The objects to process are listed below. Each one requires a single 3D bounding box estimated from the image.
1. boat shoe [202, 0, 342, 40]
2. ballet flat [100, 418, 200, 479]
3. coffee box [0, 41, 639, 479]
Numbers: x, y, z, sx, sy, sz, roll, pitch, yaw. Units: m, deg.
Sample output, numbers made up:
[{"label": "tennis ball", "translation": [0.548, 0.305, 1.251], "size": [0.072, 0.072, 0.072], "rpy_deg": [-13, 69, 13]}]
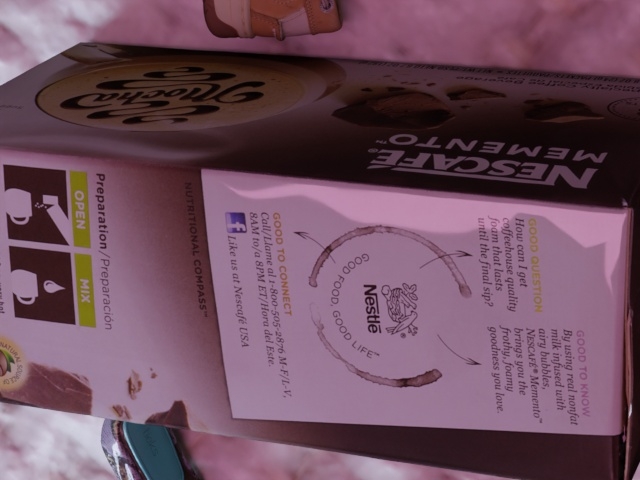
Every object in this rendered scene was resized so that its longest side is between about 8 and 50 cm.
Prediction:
[{"label": "boat shoe", "translation": [-0.013, -0.176, 0.787], "size": [0.072, 0.068, 0.190], "rpy_deg": [3, 121, 7]}, {"label": "ballet flat", "translation": [-0.078, 0.131, 0.941], "size": [0.041, 0.041, 0.114], "rpy_deg": [-19, 102, 26]}, {"label": "coffee box", "translation": [0.000, 0.000, 0.783], "size": [0.297, 0.168, 0.119], "rpy_deg": [6, 112, 20]}]
